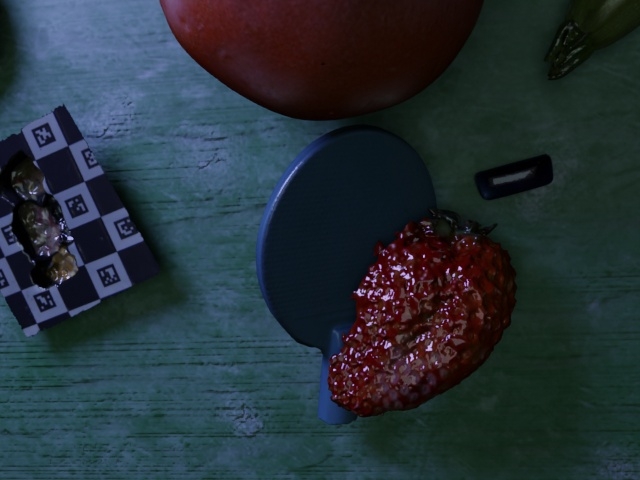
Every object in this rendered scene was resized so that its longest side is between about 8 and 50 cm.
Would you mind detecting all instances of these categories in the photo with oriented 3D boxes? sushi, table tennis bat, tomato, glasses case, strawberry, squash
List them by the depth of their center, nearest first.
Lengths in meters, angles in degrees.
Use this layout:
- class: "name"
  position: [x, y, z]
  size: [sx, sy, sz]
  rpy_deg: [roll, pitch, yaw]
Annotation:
- class: "tomato"
  position: [0.001, -0.266, 0.760]
  size: [0.322, 0.321, 0.321]
  rpy_deg: [1, 96, 8]
- class: "squash"
  position: [0.335, -0.299, 0.824]
  size: [0.094, 0.094, 0.341]
  rpy_deg: [31, 97, 4]
- class: "strawberry"
  position: [0.122, 0.088, 0.856]
  size: [0.175, 0.107, 0.235]
  rpy_deg: [13, 95, -27]
- class: "table tennis bat"
  position: [0.029, 0.041, 0.877]
  size: [0.215, 0.044, 0.329]
  rpy_deg: [-7, 111, -31]
- class: "glasses case"
  position: [0.211, -0.068, 0.899]
  size: [0.083, 0.023, 0.033]
  rpy_deg: [-15, 92, 10]
- class: "sushi"
  position: [-0.306, -0.023, 0.965]
  size: [0.192, 0.050, 0.215]
  rpy_deg: [-26, 97, 14]
